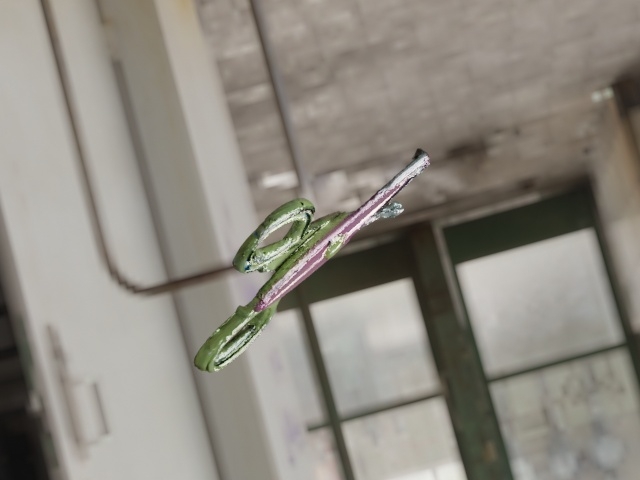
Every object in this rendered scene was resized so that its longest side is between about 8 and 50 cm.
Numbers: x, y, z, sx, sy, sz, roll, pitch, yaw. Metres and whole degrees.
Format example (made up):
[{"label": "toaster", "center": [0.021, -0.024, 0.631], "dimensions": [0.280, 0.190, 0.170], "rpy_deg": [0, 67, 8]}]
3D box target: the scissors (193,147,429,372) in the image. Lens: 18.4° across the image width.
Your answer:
[{"label": "scissors", "center": [0.000, 0.000, 1.176], "dimensions": [0.187, 0.020, 0.133], "rpy_deg": [-33, 158, -42]}]
